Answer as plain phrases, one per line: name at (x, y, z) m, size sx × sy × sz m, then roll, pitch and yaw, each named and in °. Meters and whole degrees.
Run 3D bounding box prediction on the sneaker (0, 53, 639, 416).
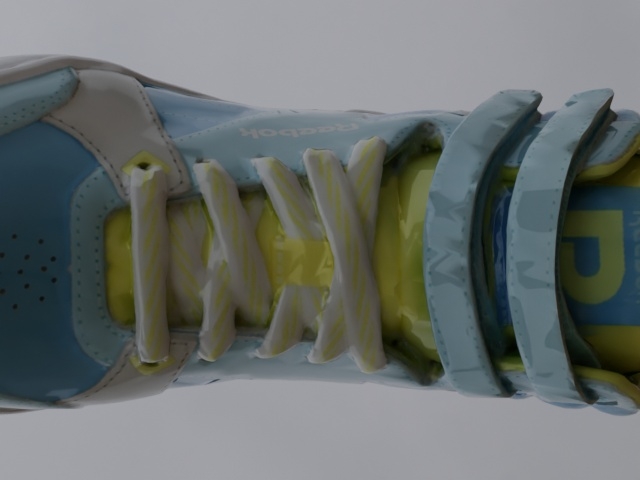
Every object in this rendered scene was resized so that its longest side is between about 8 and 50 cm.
sneaker at (0.000, 0.000, 0.567) m, size 0.319 × 0.208 × 0.127 m, roll -7°, pitch -82°, yaw -43°
